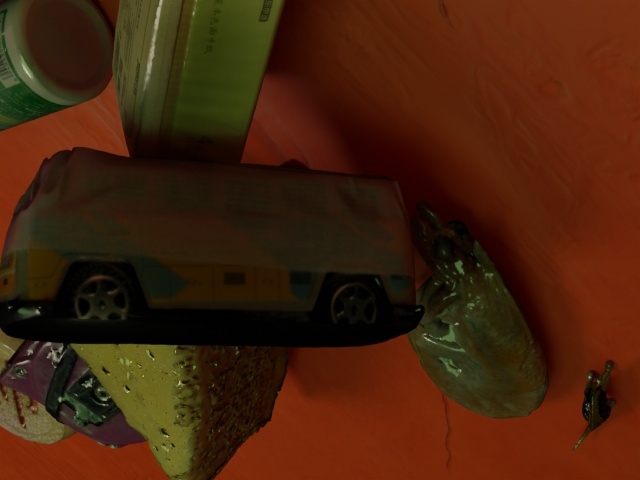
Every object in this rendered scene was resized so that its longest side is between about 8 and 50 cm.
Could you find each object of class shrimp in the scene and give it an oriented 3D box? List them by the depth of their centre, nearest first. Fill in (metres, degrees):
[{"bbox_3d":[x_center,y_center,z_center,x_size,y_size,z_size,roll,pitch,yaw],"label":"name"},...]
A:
[{"bbox_3d":[0.147,0.084,0.986,0.168,0.077,0.317,-3,127,38],"label":"shrimp"}]

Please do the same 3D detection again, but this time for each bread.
[{"bbox_3d":[-0.193,0.113,1.106,0.279,0.248,0.315,24,126,13],"label":"bread"}]

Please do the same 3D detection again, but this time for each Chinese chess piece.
[{"bbox_3d":[-0.478,0.206,1.472,0.269,0.112,0.270,18,133,20],"label":"Chinese chess piece"}]

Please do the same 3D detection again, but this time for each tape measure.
[{"bbox_3d":[-0.304,0.185,1.280,0.231,0.149,0.245,39,122,-11],"label":"tape measure"}]

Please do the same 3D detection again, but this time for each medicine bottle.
[{"bbox_3d":[-0.370,-0.195,1.038,0.274,0.133,0.133,-8,121,37],"label":"medicine bottle"}]

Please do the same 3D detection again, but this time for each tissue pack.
[{"bbox_3d":[-0.117,-0.201,0.834,0.125,0.159,0.234,-1,140,-21],"label":"tissue pack"}]

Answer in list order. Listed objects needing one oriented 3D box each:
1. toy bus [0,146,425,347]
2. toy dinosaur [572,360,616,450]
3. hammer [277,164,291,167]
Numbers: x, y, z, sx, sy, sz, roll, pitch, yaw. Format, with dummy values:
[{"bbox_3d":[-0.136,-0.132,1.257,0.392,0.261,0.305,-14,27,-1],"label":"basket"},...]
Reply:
[{"bbox_3d":[-0.105,0.011,0.861,0.386,0.163,0.171,3,165,-18],"label":"toy bus"},{"bbox_3d":[0.301,0.175,0.987,0.037,0.058,0.180,19,148,29],"label":"toy dinosaur"},{"bbox_3d":[0.000,0.000,1.023,0.116,0.069,0.194,-22,104,43],"label":"hammer"}]
